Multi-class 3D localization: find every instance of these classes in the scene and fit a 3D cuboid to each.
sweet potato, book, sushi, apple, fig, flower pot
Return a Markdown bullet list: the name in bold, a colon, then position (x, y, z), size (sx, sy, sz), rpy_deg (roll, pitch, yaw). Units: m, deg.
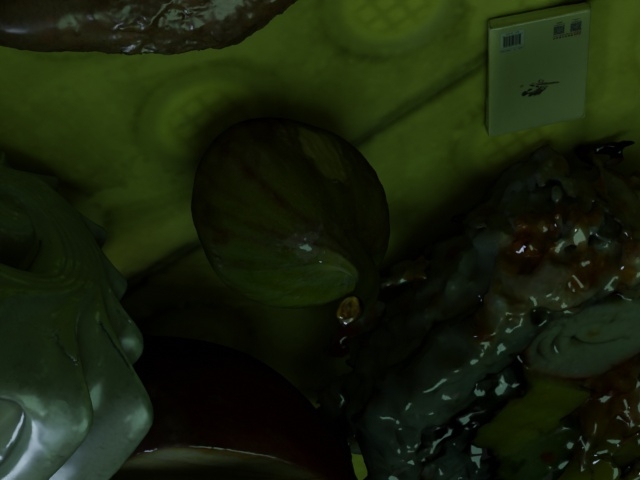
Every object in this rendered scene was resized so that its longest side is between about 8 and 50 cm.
- **sweet potato**: position (-0.063, -0.182, 1.192), size (0.341, 0.092, 0.114), rpy_deg (-26, 115, 7)
- **book**: position (0.160, -0.126, 1.389), size (0.077, 0.014, 0.111), rpy_deg (-11, 138, -6)
- **sushi**: position (0.192, 0.111, 1.537), size (0.418, 0.175, 0.417), rpy_deg (-10, 138, -9)
- **apple**: position (-0.123, 0.232, 1.460), size (0.295, 0.329, 0.365), rpy_deg (-52, 128, -17)
- **fig**: position (0.000, 0.000, 1.298), size (0.149, 0.245, 0.149), rpy_deg (-9, 115, -21)
- **flower pot**: position (-0.294, 0.036, 1.216), size (0.368, 0.254, 0.164), rpy_deg (21, 126, -38)
